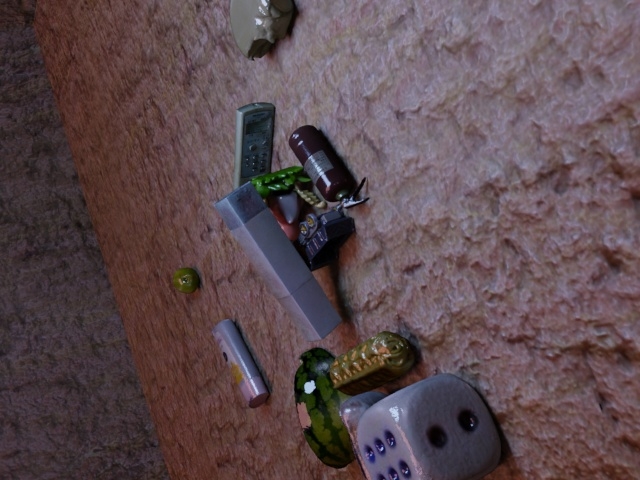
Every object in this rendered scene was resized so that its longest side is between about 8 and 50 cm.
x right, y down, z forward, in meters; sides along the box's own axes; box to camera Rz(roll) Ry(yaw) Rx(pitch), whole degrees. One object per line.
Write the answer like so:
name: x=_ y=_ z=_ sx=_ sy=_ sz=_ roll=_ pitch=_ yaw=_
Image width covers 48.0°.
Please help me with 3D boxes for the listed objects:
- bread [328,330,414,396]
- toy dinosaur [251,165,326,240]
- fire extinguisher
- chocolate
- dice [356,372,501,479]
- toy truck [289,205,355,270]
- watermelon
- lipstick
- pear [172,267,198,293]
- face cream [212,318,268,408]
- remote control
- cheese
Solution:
bread: x=0.106 y=0.259 z=1.504 sx=0.269 sy=0.087 sz=0.098 roll=-44 pitch=64 yaw=57
toy dinosaur: x=-0.092 y=-0.068 z=1.653 sx=0.194 sy=0.152 sz=0.177 roll=11 pitch=121 yaw=65
fire extinguisher: x=0.022 y=-0.150 z=1.496 sx=0.099 sy=0.071 sz=0.231 roll=-48 pitch=58 yaw=24
chocolate: x=0.159 y=0.437 z=1.434 sx=0.100 sy=0.185 sz=0.303 roll=-36 pitch=72 yaw=26
dice: x=0.193 y=0.363 z=1.300 sx=0.194 sy=0.191 sz=0.193 roll=66 pitch=148 yaw=19
toy truck: x=0.000 y=0.000 z=1.576 sx=0.092 sy=0.083 sz=0.192 roll=61 pitch=147 yaw=15
watermelon: x=0.002 y=0.409 z=1.707 sx=0.159 sy=0.128 sz=0.304 roll=-29 pitch=77 yaw=60
lipstick: x=-0.091 y=0.050 z=1.571 sx=0.372 sy=0.079 sz=0.076 roll=56 pitch=148 yaw=-10
pear: x=-0.451 y=0.132 z=2.403 sx=0.092 sy=0.092 sz=0.097 roll=65 pitch=149 yaw=17
face cream: x=-0.239 y=0.368 z=2.160 sx=0.269 sy=0.073 sz=0.107 roll=58 pitch=154 yaw=25
remote control: x=-0.163 y=-0.219 z=1.743 sx=0.038 sy=0.098 sz=0.234 roll=38 pitch=133 yaw=39
cheese: x=-0.136 y=-0.493 z=1.584 sx=0.175 sy=0.091 sz=0.202 roll=61 pitch=149 yaw=23
